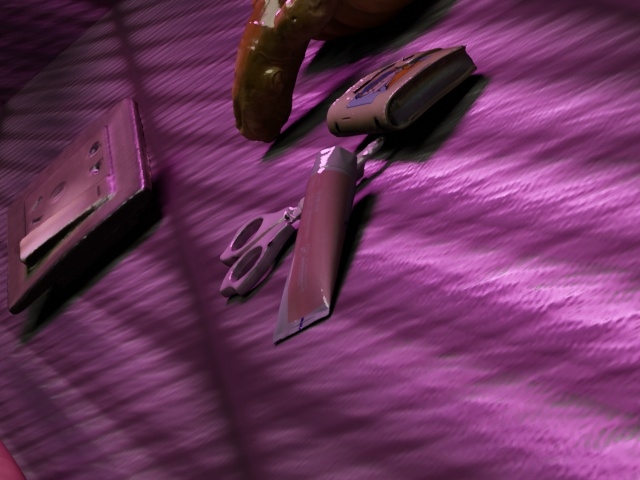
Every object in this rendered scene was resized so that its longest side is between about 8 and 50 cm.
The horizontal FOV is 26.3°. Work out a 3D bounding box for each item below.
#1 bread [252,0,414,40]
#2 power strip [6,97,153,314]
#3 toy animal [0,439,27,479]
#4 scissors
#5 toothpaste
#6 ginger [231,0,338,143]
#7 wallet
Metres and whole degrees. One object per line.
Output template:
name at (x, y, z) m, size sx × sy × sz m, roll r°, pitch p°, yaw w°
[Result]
bread at (0.039, -0.316, 1.615) m, size 0.172 × 0.121 × 0.311 m, roll -55°, pitch 23°, yaw -13°
power strip at (-0.310, -0.038, 1.816) m, size 0.257 × 0.092 × 0.251 m, roll -39°, pitch 28°, yaw 15°
toy animal at (-0.313, 0.232, 1.148) m, size 0.166 × 0.154 × 0.250 m, roll -65°, pitch 21°, yaw 11°
scissors at (-0.016, -0.027, 1.275) m, size 0.212 × 0.021 × 0.110 m, roll -38°, pitch 26°, yaw 18°
toothpaste at (0.000, 0.000, 1.160) m, size 0.067 × 0.043 × 0.194 m, roll -29°, pitch 34°, yaw 38°
ginger at (-0.055, -0.218, 1.547) m, size 0.081 × 0.115 × 0.205 m, roll -3°, pitch -53°, yaw -57°
wallet at (0.072, -0.140, 1.278) m, size 0.110 × 0.039 × 0.155 m, roll -39°, pitch 14°, yaw -15°
